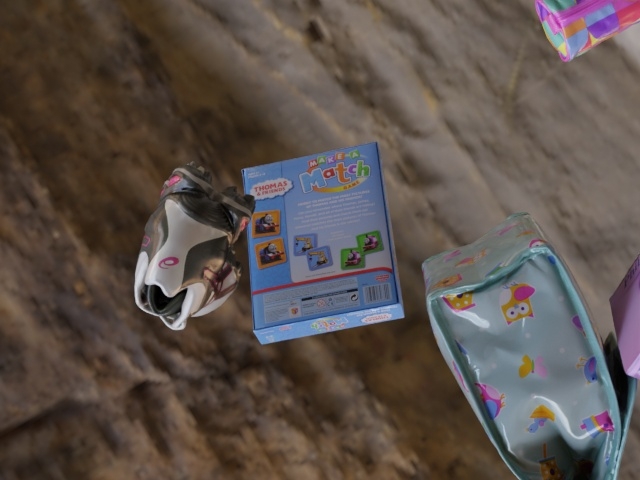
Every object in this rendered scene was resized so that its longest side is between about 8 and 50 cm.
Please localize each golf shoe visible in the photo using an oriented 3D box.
[{"bbox_3d":[-0.138,0.028,1.301,0.105,0.120,0.273,27,158,4],"label":"golf shoe"}]

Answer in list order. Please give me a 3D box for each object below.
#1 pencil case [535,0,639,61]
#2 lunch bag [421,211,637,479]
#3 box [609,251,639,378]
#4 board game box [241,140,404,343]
[{"bbox_3d":[0.396,-0.323,1.778,0.104,0.236,0.104,60,-174,-10],"label":"pencil case"},{"bbox_3d":[0.217,0.122,1.365,0.262,0.160,0.223,62,-173,-5],"label":"lunch bag"},{"bbox_3d":[0.421,0.045,1.234,0.117,0.243,0.214,-85,17,-55],"label":"box"},{"bbox_3d":[0.000,0.000,1.514,0.039,0.160,0.212,66,-164,-58],"label":"board game box"}]
